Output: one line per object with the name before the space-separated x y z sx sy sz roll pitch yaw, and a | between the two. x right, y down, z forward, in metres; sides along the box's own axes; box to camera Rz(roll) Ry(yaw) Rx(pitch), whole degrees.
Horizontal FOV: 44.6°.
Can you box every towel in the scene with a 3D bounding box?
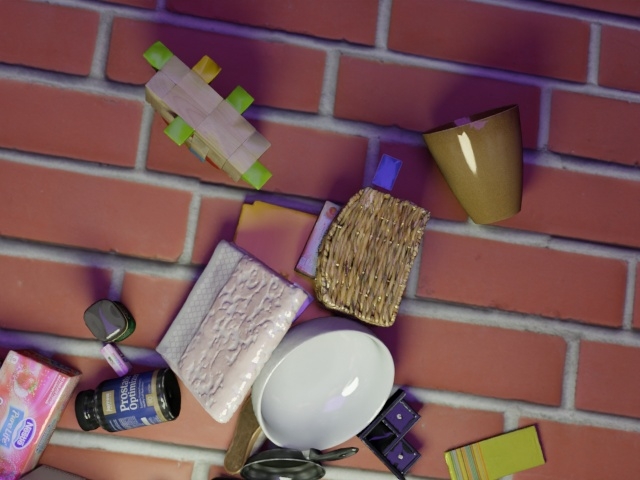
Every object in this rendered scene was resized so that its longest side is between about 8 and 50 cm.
towel | -0.211 0.190 1.755 0.053 0.317 0.331 31 91 -45
towel | 0.426 0.533 1.914 0.237 0.021 0.102 -15 90 -8

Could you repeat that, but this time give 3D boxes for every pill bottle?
pill bottle | -0.441 0.372 1.792 0.219 0.123 0.122 -13 84 6

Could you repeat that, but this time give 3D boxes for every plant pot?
plant pot | 0.397 -0.177 1.905 0.237 0.237 0.254 -19 99 -7

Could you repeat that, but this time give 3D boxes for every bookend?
bookend | 0.194 0.468 1.872 0.156 0.072 0.157 -43 89 -9

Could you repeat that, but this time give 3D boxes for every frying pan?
frying pan | -0.064 0.488 1.742 0.197 0.326 0.053 11 54 -17

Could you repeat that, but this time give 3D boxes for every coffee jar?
coffee jar | -0.481 0.184 1.787 0.079 0.184 0.096 -37 88 -8

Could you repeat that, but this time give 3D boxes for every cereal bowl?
cereal bowl | -0.008 0.312 1.796 0.339 0.141 0.338 -12 120 -21

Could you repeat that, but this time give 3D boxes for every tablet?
tablet | 0.169 -0.173 1.979 0.054 0.006 0.083 23 83 -2

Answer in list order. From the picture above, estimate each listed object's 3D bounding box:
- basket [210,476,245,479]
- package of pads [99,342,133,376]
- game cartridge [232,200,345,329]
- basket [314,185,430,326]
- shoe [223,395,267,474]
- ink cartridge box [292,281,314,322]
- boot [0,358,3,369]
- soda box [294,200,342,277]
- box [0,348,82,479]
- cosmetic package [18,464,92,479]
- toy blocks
basket | -0.186 0.678 1.776 0.205 0.154 0.226 19 85 -16
package of pads | -0.481 0.281 1.843 0.032 0.050 0.083 -38 88 -3
game cartridge | -0.089 0.084 1.907 0.286 0.052 0.323 15 80 -3
basket | 0.102 0.041 1.842 0.214 0.223 0.299 19 83 -1
shoe | -0.162 0.451 1.855 0.077 0.058 0.219 19 76 29
ink cartridge box | -0.075 0.161 1.857 0.063 0.029 0.115 41 82 1
boot | -0.891 0.363 1.779 0.270 0.089 0.236 11 83 -5
soda box | 0.000 0.000 1.870 0.058 0.063 0.183 26 80 -4
box | -0.683 0.411 1.763 0.154 0.142 0.299 26 82 -3
cosmetic package | -0.559 0.600 1.632 0.217 0.385 0.156 20 83 -5
toy blocks | -0.270 -0.268 1.836 0.381 0.261 0.190 42 79 -6
